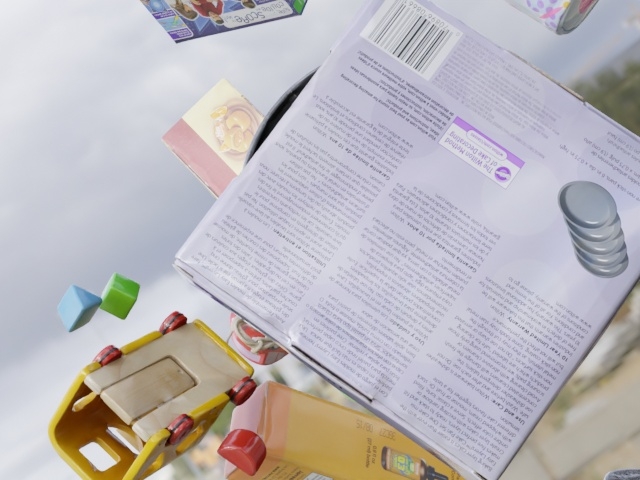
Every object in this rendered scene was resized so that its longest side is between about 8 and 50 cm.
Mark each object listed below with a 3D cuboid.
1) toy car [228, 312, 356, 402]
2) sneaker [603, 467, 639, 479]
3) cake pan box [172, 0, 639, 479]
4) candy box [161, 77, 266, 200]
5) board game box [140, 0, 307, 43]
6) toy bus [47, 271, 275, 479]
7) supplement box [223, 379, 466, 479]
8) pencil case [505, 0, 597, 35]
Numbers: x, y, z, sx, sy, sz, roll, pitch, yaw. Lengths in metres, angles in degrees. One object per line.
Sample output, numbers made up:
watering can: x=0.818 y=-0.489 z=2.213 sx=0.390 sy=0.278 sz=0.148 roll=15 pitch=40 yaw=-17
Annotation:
toy car: x=-0.006 y=0.121 z=1.887 sx=0.053 sy=0.225 sz=0.239 roll=-56 pitch=8 yaw=13
sneaker: x=0.381 y=0.369 z=1.700 sx=0.122 sy=0.330 sz=0.146 roll=4 pitch=-68 yaw=-28
cake pan box: x=0.072 y=-0.008 z=1.128 sx=0.245 sy=0.267 sz=0.070 roll=-55 pitch=-7 yaw=-11
candy box: x=0.000 y=0.000 z=1.610 sx=0.087 sy=0.183 sz=0.316 roll=-44 pitch=-38 yaw=-1
board game box: x=-0.131 y=-0.308 z=2.065 sx=0.201 sy=0.136 sz=0.035 roll=-7 pitch=48 yaw=36
toy bus: x=-0.139 y=0.139 z=1.472 sx=0.104 sy=0.202 sz=0.191 roll=-55 pitch=29 yaw=30
supplement box: x=0.034 y=0.206 z=1.574 sx=0.080 sy=0.233 sz=0.078 roll=-47 pitch=29 yaw=49
pencil case: x=0.196 y=-0.340 z=1.897 sx=0.124 sy=0.273 sz=0.113 roll=-41 pitch=-18 yaw=-33
